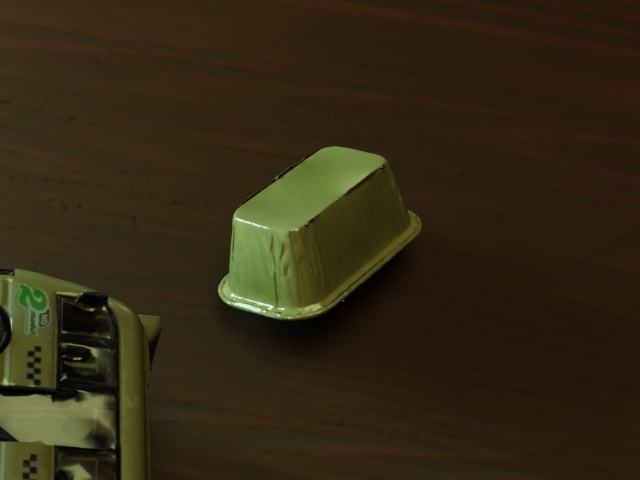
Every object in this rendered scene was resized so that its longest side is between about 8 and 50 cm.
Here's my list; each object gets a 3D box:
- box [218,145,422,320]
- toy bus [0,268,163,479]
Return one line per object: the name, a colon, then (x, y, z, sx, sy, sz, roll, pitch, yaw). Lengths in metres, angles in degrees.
box: (0.000, 0.000, 1.203, 0.111, 0.111, 0.177, 36, 47, 17)
toy bus: (-0.181, 0.163, 0.989, 0.157, 0.139, 0.289, 5, 50, -14)
